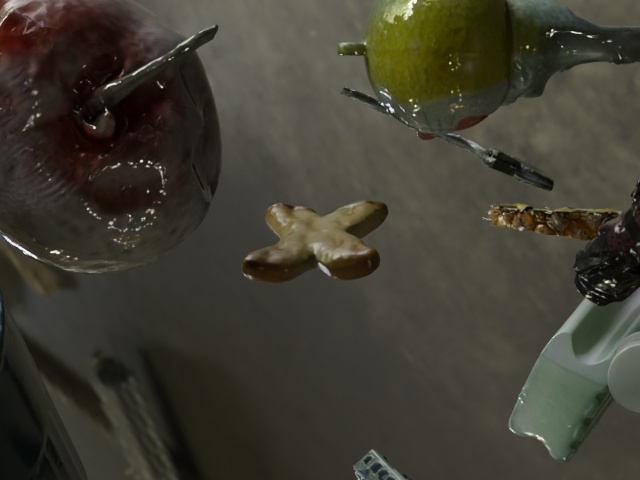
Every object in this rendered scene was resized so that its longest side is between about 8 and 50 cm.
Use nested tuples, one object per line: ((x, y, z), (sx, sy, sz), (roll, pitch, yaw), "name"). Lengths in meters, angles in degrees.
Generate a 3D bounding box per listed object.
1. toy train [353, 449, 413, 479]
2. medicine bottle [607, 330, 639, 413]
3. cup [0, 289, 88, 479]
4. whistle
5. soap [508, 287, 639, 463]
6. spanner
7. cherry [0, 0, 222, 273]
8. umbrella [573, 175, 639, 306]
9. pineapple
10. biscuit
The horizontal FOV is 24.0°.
((0.097, 0.282, 1.528), (0.043, 0.047, 0.207), (50, 176, -33), "toy train")
((0.400, 0.160, 1.856), (0.086, 0.086, 0.183), (51, -169, 8), "medicine bottle")
((-0.318, 0.187, 1.137), (0.292, 0.242, 0.308), (77, -169, -53), "cup")
((0.122, -0.125, 1.039), (0.123, 0.223, 0.123), (180, 90, -84), "whistle")
((0.438, 0.162, 2.323), (0.115, 0.347, 0.208), (33, 132, 16), "soap")
((0.157, -0.134, 1.901), (0.325, 0.026, 0.093), (28, -172, 30), "spanner")
((-0.245, -0.112, 1.606), (0.326, 0.291, 0.335), (44, 170, 20), "cherry")
((0.362, -0.034, 1.586), (0.326, 0.090, 0.094), (122, 141, -51), "umbrella")
((0.335, -0.027, 2.135), (0.221, 0.221, 0.047), (8, 95, 59), "pineapple")
((-0.001, 0.000, 1.846), (0.208, 0.164, 0.047), (-72, -23, -68), "biscuit")
